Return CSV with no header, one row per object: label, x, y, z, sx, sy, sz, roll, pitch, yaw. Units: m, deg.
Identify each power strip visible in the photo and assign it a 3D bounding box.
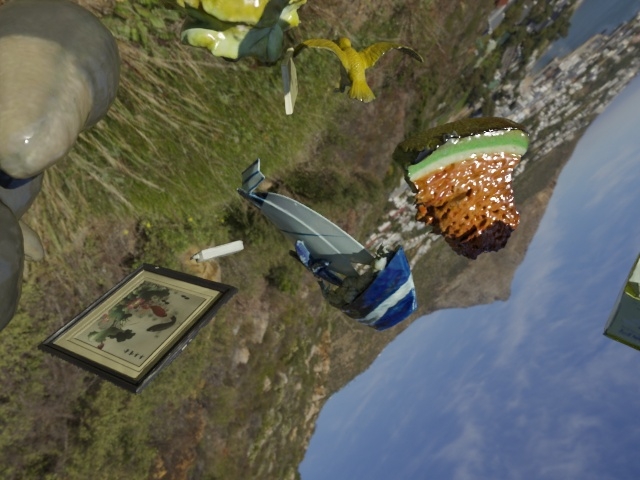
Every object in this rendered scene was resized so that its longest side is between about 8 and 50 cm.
power strip,-0.298,0.033,1.207,0.047,0.030,0.191,-23,177,41

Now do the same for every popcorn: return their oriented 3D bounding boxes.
popcorn,-0.122,-0.353,0.578,0.221,0.204,0.184,-41,164,-55

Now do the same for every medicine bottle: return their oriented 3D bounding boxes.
medicine bottle,0.562,0.097,0.663,0.141,0.137,0.250,-59,144,-9

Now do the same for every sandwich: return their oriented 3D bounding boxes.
sandwich,0.294,-0.101,0.857,0.250,0.302,0.162,-20,-156,2

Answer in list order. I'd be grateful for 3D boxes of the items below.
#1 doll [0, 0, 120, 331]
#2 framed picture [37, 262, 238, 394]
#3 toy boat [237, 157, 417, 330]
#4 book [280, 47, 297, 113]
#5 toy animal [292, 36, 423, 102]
doll,-0.369,-0.051,0.381,0.252,0.383,0.379,19,125,-37
framed picture,-0.249,0.108,0.579,0.199,0.194,0.010,-51,142,-45
toy boat,0.003,0.021,0.574,0.070,0.291,0.210,-47,156,-29
book,-0.053,-0.269,0.696,0.111,0.014,0.077,-86,173,-53
toy animal,0.041,-0.300,0.719,0.218,0.155,0.095,-7,119,-21
